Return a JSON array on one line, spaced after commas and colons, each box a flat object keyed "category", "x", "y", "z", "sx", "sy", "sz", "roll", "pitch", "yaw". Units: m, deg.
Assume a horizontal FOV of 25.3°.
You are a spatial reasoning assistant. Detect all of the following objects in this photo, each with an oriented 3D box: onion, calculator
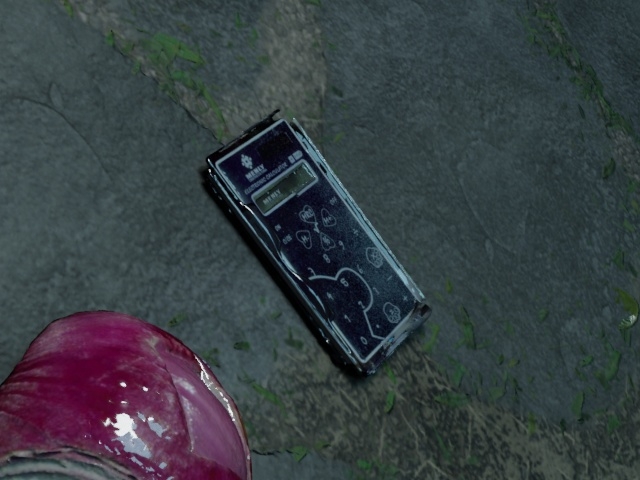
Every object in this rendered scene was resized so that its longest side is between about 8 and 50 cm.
[{"category": "onion", "x": -0.135, "y": 0.162, "z": 1.178, "sx": 0.250, "sy": 0.111, "sz": 0.247, "roll": 42, "pitch": 45, "yaw": -13}, {"category": "calculator", "x": 0.000, "y": 0.000, "z": 1.467, "sx": 0.274, "sy": 0.028, "sz": 0.166, "roll": 53, "pitch": 41, "yaw": -3}]
